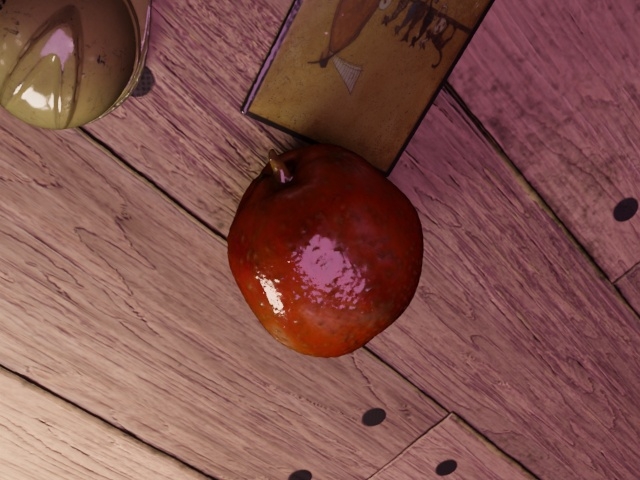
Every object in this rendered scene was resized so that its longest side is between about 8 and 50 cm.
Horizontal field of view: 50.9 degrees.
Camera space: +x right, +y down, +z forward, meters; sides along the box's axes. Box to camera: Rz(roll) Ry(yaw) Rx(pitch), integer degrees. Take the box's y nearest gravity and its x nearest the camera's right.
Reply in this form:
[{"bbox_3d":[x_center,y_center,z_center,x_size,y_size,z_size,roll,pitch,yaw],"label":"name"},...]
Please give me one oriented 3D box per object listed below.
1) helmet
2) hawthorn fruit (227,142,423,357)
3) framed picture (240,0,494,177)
[{"bbox_3d":[-0.303,-0.228,0.779,0.204,0.137,0.257,16,114,-23],"label":"helmet"},{"bbox_3d":[0.000,0.000,0.920,0.275,0.275,0.299,-30,120,4],"label":"hawthorn fruit"},{"bbox_3d":[0.074,-0.273,0.923,0.255,0.014,0.338,21,112,-25],"label":"framed picture"}]
